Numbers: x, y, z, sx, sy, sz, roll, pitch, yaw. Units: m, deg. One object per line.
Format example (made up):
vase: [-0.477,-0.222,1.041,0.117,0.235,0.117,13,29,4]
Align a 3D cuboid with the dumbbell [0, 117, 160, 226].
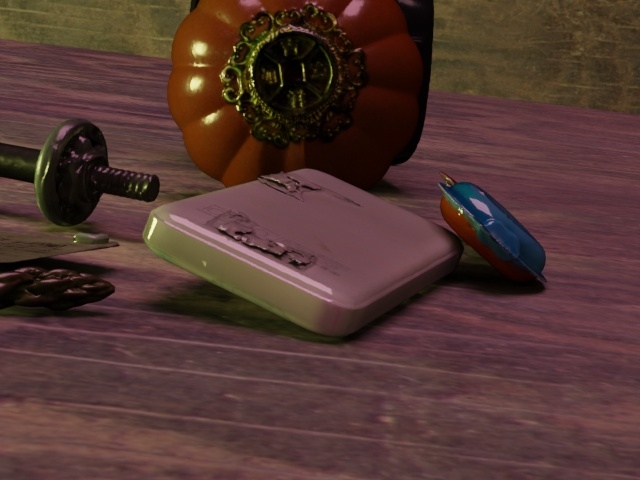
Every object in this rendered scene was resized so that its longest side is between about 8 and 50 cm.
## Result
dumbbell: [-0.232,-0.060,1.103,0.254,0.081,0.081,12,11,22]

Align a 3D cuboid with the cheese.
cheese: [0.127,-0.014,1.135,0.106,0.037,0.256,43,6,-3]

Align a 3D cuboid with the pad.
pad: [-0.276,-0.008,0.922,0.265,0.009,0.159,6,6,15]

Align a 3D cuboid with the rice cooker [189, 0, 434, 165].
rice cooker: [-0.016,-0.186,1.489,0.224,0.267,0.267,3,11,-15]

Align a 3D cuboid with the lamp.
lamp: [-0.022,-0.135,1.271,0.223,0.223,0.196,7,2,0]

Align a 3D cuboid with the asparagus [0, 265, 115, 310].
asparagus: [-0.219,0.027,0.781,0.236,0.027,0.034,1,-9,-37]

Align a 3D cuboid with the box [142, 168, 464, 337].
box: [0.000,0.000,0.974,0.142,0.044,0.285,24,14,15]
